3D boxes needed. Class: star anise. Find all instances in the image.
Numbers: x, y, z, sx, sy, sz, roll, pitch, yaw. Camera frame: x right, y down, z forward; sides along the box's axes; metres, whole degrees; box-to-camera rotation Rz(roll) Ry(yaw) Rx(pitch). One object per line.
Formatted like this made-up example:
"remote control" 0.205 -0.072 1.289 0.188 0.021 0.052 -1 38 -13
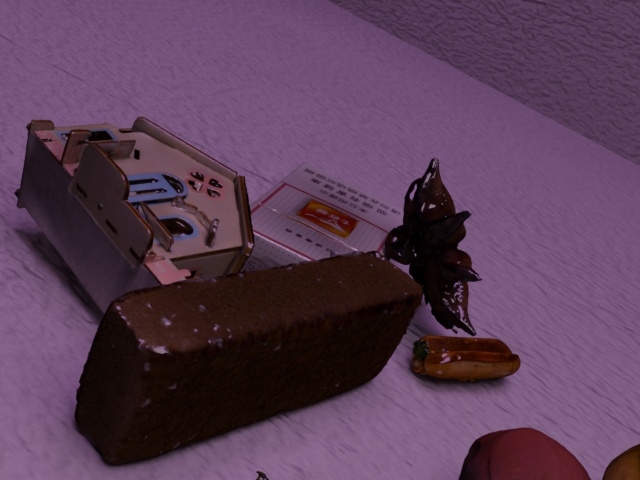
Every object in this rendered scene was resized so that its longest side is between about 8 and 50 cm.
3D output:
"star anise" 0.150 0.018 1.195 0.103 0.271 0.272 -12 33 -8

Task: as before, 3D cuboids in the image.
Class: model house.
"model house" -0.196 -0.030 1.050 0.244 0.169 0.326 -7 46 -51

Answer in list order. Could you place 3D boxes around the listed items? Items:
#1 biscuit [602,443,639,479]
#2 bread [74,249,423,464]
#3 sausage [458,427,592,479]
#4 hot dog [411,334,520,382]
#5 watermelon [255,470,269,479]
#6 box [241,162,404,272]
"biscuit" 0.382 0.342 0.830 0.296 0.102 0.296 42 24 -24
"bread" -0.064 0.113 0.917 0.417 0.165 0.113 -7 40 -48
"sausage" 0.199 0.291 0.801 0.152 0.152 0.279 23 24 0
"hot dog" 0.200 0.167 1.156 0.188 0.055 0.072 7 26 -30
"watermelon" 0.043 0.310 0.654 0.301 0.129 0.123 37 30 17
"box" 0.000 0.001 1.280 0.210 0.095 0.330 26 27 8
